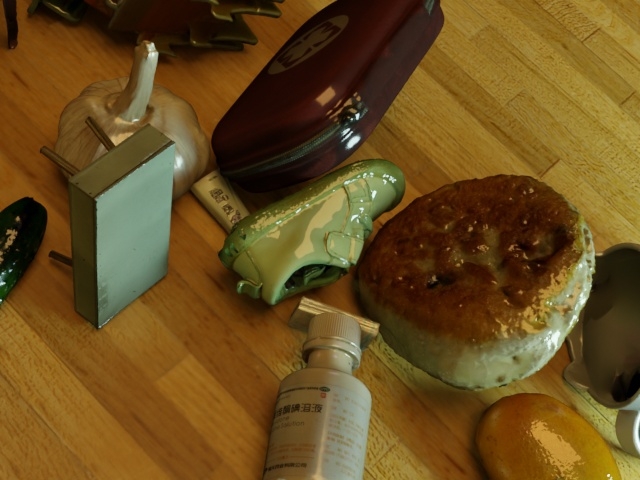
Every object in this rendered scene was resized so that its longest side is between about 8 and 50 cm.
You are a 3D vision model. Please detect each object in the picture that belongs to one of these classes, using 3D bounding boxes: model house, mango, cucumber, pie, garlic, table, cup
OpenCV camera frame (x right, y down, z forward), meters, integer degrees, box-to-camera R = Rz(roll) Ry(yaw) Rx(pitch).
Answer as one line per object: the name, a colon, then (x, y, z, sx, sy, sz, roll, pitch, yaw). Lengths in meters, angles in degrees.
model house: (-0.199, -0.422, 1.474, 0.313, 0.242, 0.357, 32, 51, -19)
mango: (0.291, 0.281, 1.243, 0.141, 0.102, 0.217, -29, 74, -36)
cucumber: (-0.389, 0.041, 1.177, 0.069, 0.069, 0.227, 26, 59, -3)
pie: (0.198, 0.038, 1.278, 0.315, 0.092, 0.315, -15, 50, 19)
garlic: (-0.224, -0.151, 1.256, 0.199, 0.226, 0.199, 11, 51, -14)
table: (-0.252, -0.029, 1.164, 0.111, 0.240, 0.121, 36, 53, 17)
cup: (0.479, 0.155, 1.341, 0.258, 0.219, 0.289, 7, 88, -16)

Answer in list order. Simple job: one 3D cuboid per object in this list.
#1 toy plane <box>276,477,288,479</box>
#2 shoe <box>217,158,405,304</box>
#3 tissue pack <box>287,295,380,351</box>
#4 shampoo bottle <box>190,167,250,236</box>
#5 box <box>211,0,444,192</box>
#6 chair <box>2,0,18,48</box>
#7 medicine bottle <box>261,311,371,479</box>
toy plane: (-0.061, 0.379, 1.029, 0.267, 0.123, 0.266, -2, 93, -27)
shoe: (-0.004, -0.006, 1.282, 0.262, 0.140, 0.128, -22, 86, -22)
tissue pack: (0.016, 0.107, 1.283, 0.108, 0.056, 0.023, 19, 55, -7)
shampoo bottle: (-0.113, -0.032, 1.337, 0.049, 0.034, 0.141, -30, 75, -36)
box: (0.012, -0.222, 1.369, 0.108, 0.263, 0.404, 53, 46, -22)
chair: (-0.457, -0.378, 1.249, 0.183, 0.326, 0.175, -8, 64, -26)
medicine bottle: (0.002, 0.206, 1.181, 0.114, 0.114, 0.252, 17, 56, -9)
